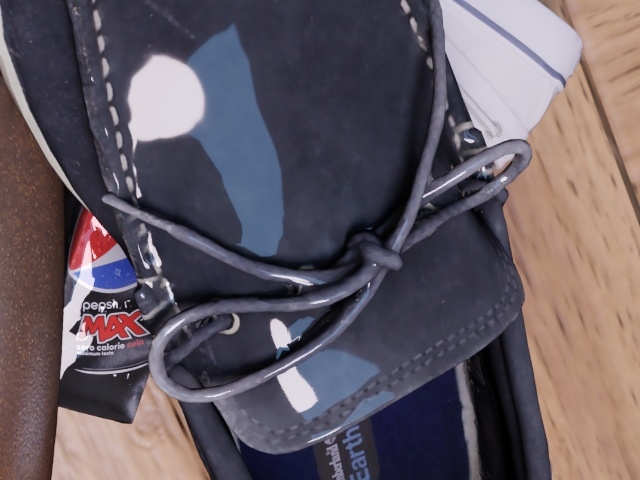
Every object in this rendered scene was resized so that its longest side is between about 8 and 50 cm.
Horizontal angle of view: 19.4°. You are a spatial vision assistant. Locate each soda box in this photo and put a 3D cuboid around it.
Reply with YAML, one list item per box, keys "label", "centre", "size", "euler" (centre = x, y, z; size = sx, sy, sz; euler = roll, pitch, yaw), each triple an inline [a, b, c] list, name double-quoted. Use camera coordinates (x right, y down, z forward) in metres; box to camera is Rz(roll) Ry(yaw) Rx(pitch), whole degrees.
- label: "soda box"
  centre: [-0.091, -0.006, 0.866]
  size: [0.053, 0.060, 0.168]
  euler: [16, 96, -22]

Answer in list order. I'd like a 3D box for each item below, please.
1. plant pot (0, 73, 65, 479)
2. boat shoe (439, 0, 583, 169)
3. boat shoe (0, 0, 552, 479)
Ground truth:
- label: "plant pot"
  centre: [-0.193, 0.039, 0.782]
  size: [0.215, 0.215, 0.230]
  euler: [21, 80, -20]
- label: "boat shoe"
  centre: [0.006, -0.117, 0.857]
  size: [0.258, 0.095, 0.084]
  euler: [29, 87, -20]
- label: "boat shoe"
  centre: [0.000, 0.000, 0.773]
  size: [0.187, 0.156, 0.500]
  euler: [-26, 126, -15]
